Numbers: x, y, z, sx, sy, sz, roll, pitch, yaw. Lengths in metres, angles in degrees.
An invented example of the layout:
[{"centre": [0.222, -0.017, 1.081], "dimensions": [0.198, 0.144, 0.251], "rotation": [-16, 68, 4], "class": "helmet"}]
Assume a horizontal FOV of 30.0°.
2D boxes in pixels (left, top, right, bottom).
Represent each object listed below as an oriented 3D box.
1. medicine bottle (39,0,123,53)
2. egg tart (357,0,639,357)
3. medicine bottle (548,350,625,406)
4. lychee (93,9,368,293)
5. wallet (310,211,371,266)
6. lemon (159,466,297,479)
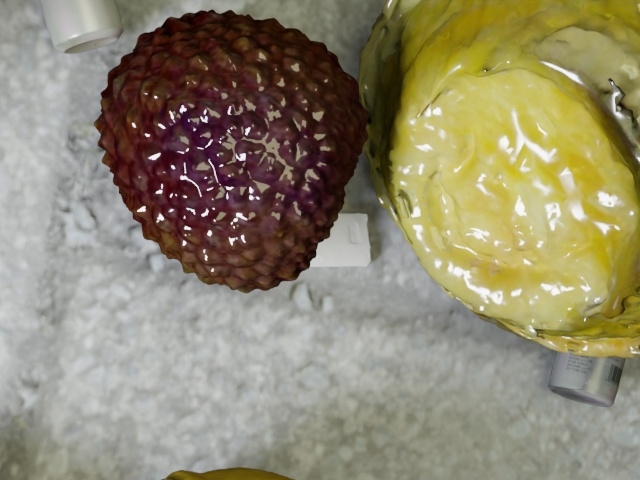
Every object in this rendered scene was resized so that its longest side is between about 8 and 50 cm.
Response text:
[{"centre": [-0.176, -0.182, 0.853], "dimensions": [0.052, 0.052, 0.089], "rotation": [-17, 92, -23], "class": "medicine bottle"}, {"centre": [0.157, -0.054, 0.836], "dimensions": [0.132, 0.345, 0.345], "rotation": [-36, 101, -48], "class": "egg tart"}, {"centre": [0.244, 0.038, 1.010], "dimensions": [0.057, 0.057, 0.199], "rotation": [21, 78, -20], "class": "medicine bottle"}, {"centre": [-0.064, -0.070, 0.824], "dimensions": [0.188, 0.188, 0.188], "rotation": [2, 85, -23], "class": "lychee"}, {"centre": [0.000, 0.000, 0.935], "dimensions": [0.083, 0.011, 0.044], "rotation": [-1, 86, -22], "class": "wallet"}, {"centre": [-0.040, 0.257, 0.804], "dimensions": [0.186, 0.187, 0.244], "rotation": [-35, 95, -21], "class": "lemon"}]
